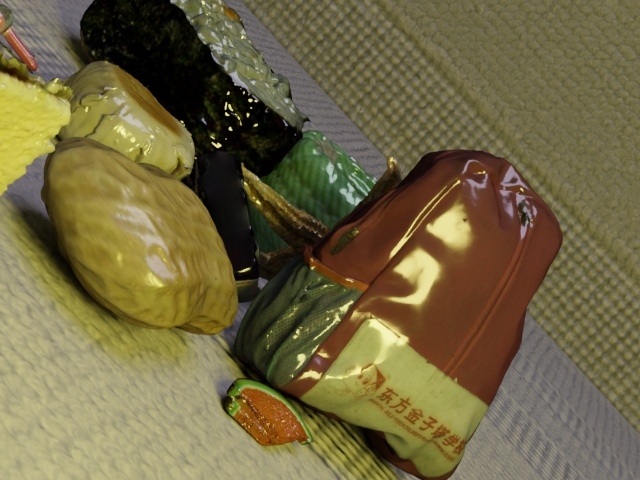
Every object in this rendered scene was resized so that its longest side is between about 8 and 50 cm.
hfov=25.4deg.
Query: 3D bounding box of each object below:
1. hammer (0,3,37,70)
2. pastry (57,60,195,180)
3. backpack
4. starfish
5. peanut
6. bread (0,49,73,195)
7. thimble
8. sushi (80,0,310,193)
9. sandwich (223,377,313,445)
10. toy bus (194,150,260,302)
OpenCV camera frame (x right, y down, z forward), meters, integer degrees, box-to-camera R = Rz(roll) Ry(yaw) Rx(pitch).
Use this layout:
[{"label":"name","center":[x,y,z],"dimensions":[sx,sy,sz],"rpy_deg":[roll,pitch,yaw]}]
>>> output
[{"label":"hammer","center":[-0.333,-0.217,1.535],"dimensions":[0.083,0.031,0.052],"rpy_deg":[55,12,-15]},{"label":"pastry","center":[-0.208,-0.117,1.485],"dimensions":[0.166,0.088,0.166],"rpy_deg":[44,13,-13]},{"label":"backpack","center":[0.095,0.052,1.423],"dimensions":[0.283,0.317,0.197],"rpy_deg":[36,-3,-42]},{"label":"starfish","center":[-0.003,0.003,1.551],"dimensions":[0.231,0.295,0.048],"rpy_deg":[26,45,8]},{"label":"peanut","center":[-0.150,0.005,1.237],"dimensions":[0.197,0.110,0.233],"rpy_deg":[52,15,23]},{"label":"bread","center":[-0.309,-0.082,0.954],"dimensions":[0.178,0.142,0.266],"rpy_deg":[12,-8,25]},{"label":"thimble","center":[0.008,-0.018,1.756],"dimensions":[0.219,0.150,0.219],"rpy_deg":[43,12,-11]},{"label":"sushi","center":[-0.160,-0.196,1.716],"dimensions":[0.211,0.171,0.350],"rpy_deg":[27,22,-53]},{"label":"sandwich","center":[-0.052,0.158,1.283],"dimensions":[0.069,0.026,0.101],"rpy_deg":[57,18,24]},{"label":"toy bus","center":[-0.098,-0.012,1.469],"dimensions":[0.072,0.057,0.172],"rpy_deg":[100,-17,-50]}]
